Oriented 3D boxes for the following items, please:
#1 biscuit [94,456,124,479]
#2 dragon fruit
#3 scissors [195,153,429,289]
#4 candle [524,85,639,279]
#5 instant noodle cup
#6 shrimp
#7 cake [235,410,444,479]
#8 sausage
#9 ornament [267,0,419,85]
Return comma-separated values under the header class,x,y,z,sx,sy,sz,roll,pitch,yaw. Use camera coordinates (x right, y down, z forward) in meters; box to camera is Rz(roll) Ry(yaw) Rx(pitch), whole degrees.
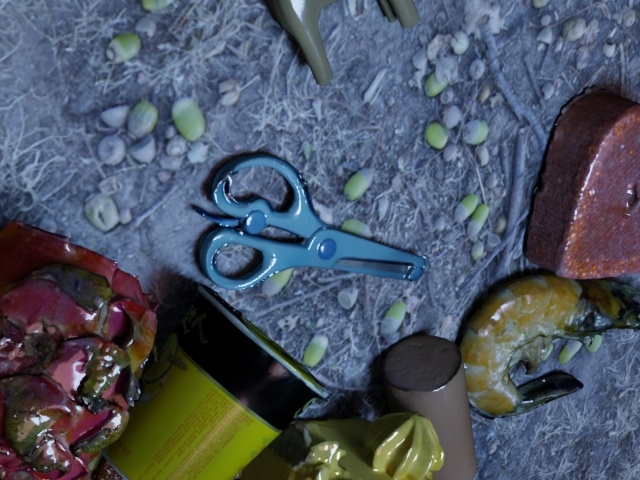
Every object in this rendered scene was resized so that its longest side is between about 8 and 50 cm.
class,x,y,z,sx,sy,sz,roll,pitch,yaw
biscuit,-0.229,0.295,1.384,0.126,0.025,0.206,32,90,-40
dragon fruit,-0.310,0.144,1.101,0.250,0.269,0.291,18,77,-6
scissors,0.000,0.000,1.404,0.393,0.032,0.180,14,102,-38
candle,0.444,-0.058,1.633,0.287,0.131,0.317,-41,128,-9
instant noodle cup,-0.138,0.204,1.290,0.236,0.215,0.215,-49,130,-3
shrimp,0.404,0.176,1.745,0.445,0.085,0.272,-3,118,-31
cake,0.027,0.362,1.472,0.227,0.222,0.286,1,111,-38
sausage,0.168,0.277,1.597,0.123,0.123,0.253,-27,126,-22
ornament,-0.012,-0.306,1.235,0.230,0.061,0.245,-37,129,-13
